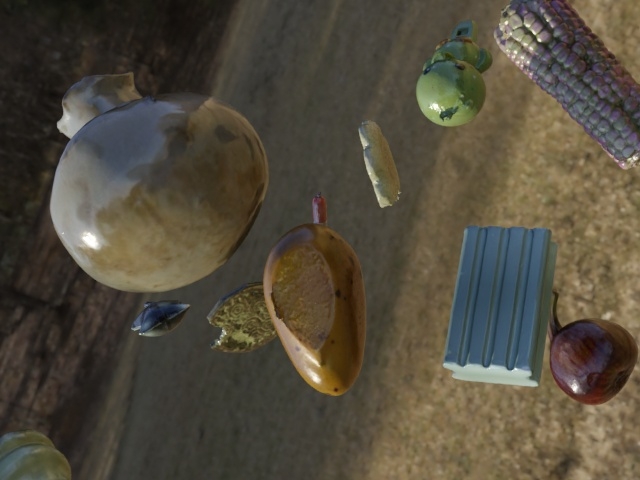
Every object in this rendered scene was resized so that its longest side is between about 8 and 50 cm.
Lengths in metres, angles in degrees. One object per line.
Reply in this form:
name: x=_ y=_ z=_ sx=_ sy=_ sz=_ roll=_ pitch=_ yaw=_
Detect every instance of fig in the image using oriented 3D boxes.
fig: x=0.513 y=0.219 z=2.021 sx=0.207 sy=0.175 sz=0.175 roll=33 pitch=108 yaw=34

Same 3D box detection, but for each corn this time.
corn: x=0.403 y=-0.250 z=1.554 sx=0.126 sy=0.335 sz=0.127 roll=-36 pitch=-16 yaw=-12

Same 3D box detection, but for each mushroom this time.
mushroom: x=-0.223 y=-0.090 z=1.348 sx=0.290 sy=0.297 sz=0.298 roll=56 pitch=136 yaw=30

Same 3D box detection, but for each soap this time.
soap: x=0.318 y=0.112 z=1.792 sx=0.087 sy=0.159 sz=0.266 roll=46 pitch=-129 yaw=-55

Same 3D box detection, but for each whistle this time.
whistle: x=0.255 y=-0.338 z=1.958 sx=0.141 sy=0.141 sz=0.294 roll=127 pitch=156 yaw=-56

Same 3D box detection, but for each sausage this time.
sausage: x=0.000 y=0.000 z=2.295 sx=0.034 sy=0.034 sz=0.253 roll=-86 pitch=-6 yaw=-57

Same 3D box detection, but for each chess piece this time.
chess piece: x=-0.354 y=0.380 z=1.379 sx=0.251 sy=0.144 sz=0.144 roll=30 pitch=103 yaw=36

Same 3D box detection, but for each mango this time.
mango: x=0.001 y=0.117 z=1.711 sx=0.191 sy=0.159 sz=0.291 roll=35 pitch=-138 yaw=-73

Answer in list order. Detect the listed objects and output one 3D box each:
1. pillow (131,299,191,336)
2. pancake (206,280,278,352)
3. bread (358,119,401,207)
pillow: x=-0.263 y=0.128 z=1.682 sx=0.135 sy=0.091 sz=0.055 roll=-174 pitch=82 yaw=-72
pancake: x=-0.155 y=0.174 z=2.283 sx=0.235 sy=0.211 sz=0.029 roll=98 pitch=149 yaw=-45
bread: x=0.130 y=-0.174 z=2.215 sx=0.251 sy=0.038 sz=0.182 roll=-58 pitch=-49 yaw=-74
